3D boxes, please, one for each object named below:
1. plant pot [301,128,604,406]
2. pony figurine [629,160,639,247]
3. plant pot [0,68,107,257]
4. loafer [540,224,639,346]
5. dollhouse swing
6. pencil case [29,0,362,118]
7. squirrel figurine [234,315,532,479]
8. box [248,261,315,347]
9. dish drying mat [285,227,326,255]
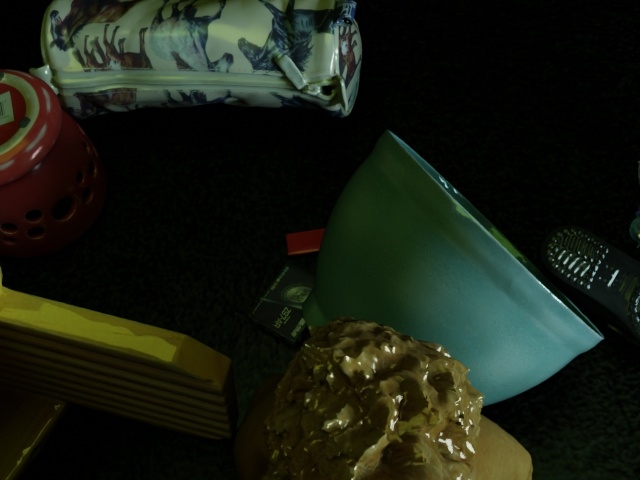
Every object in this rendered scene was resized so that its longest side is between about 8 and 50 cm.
[{"bbox_3d":[0.106,0.058,0.844,0.196,0.293,0.293,-46,62,10],"label":"plant pot"},{"bbox_3d":[0.491,-0.040,0.853,0.363,0.303,0.351,23,55,-5],"label":"pony figurine"},{"bbox_3d":[-0.379,-0.097,1.028,0.191,0.174,0.191,-2,62,4],"label":"plant pot"},{"bbox_3d":[0.336,0.060,0.912,0.220,0.078,0.080,39,87,7],"label":"loafer"},{"bbox_3d":[-0.282,0.198,0.755,0.304,0.347,0.315,28,66,8],"label":"dollhouse swing"},{"bbox_3d":[-0.152,-0.239,1.086,0.410,0.160,0.183,0,29,6],"label":"pencil case"},{"bbox_3d":[0.012,0.278,0.637,0.281,0.397,0.371,18,57,10],"label":"squirrel figurine"},{"bbox_3d":[-0.034,0.075,0.977,0.067,0.018,0.083,28,66,21],"label":"box"},{"bbox_3d":[0.000,0.000,1.023,0.083,0.008,0.032,-9,59,2],"label":"dish drying mat"}]
